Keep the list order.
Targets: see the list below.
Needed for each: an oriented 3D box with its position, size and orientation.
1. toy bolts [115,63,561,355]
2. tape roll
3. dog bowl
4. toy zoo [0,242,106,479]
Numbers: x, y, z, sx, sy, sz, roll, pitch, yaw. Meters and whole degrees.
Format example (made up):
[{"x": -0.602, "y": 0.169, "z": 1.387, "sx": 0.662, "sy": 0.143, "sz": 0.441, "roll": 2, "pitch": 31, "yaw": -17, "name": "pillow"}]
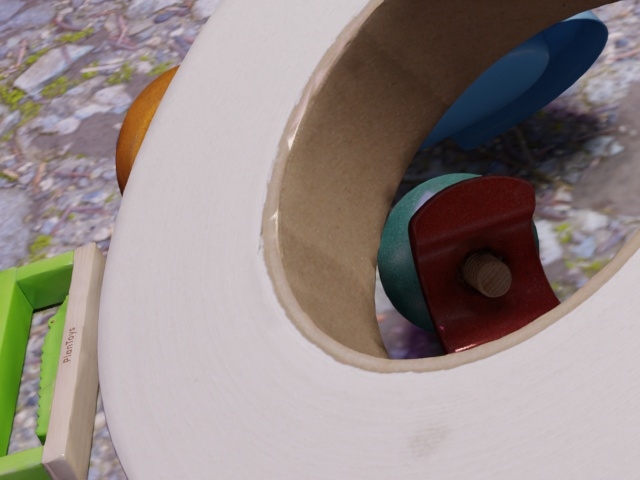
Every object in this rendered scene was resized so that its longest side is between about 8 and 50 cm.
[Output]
[{"x": 0.000, "y": 0.000, "z": 0.947, "sx": 0.228, "sy": 0.218, "sz": 0.158, "roll": -12, "pitch": 10, "yaw": -7, "name": "toy bolts"}, {"x": 0.077, "y": -0.028, "z": 0.684, "sx": 0.392, "sy": 0.072, "sz": 0.392, "roll": -25, "pitch": 48, "yaw": 30, "name": "tape roll"}, {"x": 0.017, "y": -0.081, "z": 1.039, "sx": 0.297, "sy": 0.166, "sz": 0.074, "roll": -26, "pitch": 75, "yaw": -1, "name": "dog bowl"}, {"x": -0.271, "y": 0.110, "z": 1.094, "sx": 0.293, "sy": 0.030, "sz": 0.192, "roll": -17, "pitch": 36, "yaw": 12, "name": "toy zoo"}]
